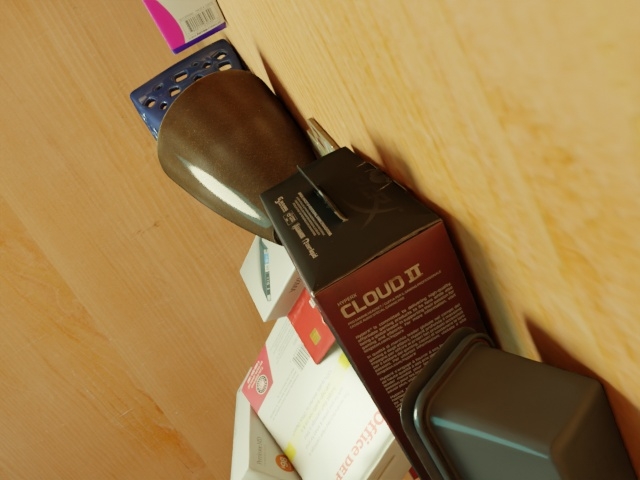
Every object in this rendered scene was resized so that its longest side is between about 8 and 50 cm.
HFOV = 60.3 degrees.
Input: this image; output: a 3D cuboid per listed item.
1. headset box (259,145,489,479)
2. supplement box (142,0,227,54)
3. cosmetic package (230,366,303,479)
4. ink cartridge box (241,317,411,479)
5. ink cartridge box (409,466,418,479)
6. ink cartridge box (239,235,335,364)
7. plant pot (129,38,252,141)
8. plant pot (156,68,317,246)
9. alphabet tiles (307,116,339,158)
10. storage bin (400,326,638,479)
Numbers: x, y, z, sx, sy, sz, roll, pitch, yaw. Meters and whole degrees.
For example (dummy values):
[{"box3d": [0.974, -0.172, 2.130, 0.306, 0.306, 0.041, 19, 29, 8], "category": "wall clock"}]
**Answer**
[{"box3d": [0.058, 0.057, 0.518, 0.293, 0.110, 0.218, 61, 177, -29], "category": "headset box"}, {"box3d": [-0.264, -0.451, 0.927, 0.114, 0.111, 0.220, 58, 176, 38], "category": "supplement box"}, {"box3d": [-0.058, 0.477, 1.286, 0.285, 0.097, 0.377, 24, -166, -14], "category": "cosmetic package"}, {"box3d": [0.033, 0.339, 1.169, 0.160, 0.279, 0.385, 13, -158, -45], "category": "ink cartridge box"}, {"box3d": [0.224, 0.447, 1.299, 0.271, 0.130, 0.309, 58, 176, 36], "category": "ink cartridge box"}, {"box3d": [-0.038, 0.066, 1.059, 0.261, 0.066, 0.296, 58, 138, 28], "category": "ink cartridge box"}, {"box3d": [-0.211, -0.231, 1.125, 0.212, 0.236, 0.236, 48, 169, 46], "category": "plant pot"}, {"box3d": [-0.092, -0.103, 0.823, 0.230, 0.215, 0.215, 45, 170, 30], "category": "plant pot"}, {"box3d": [0.047, -0.042, 0.719, 0.198, 0.009, 0.237, 57, 176, 47], "category": "alphabet tiles"}, {"box3d": [0.129, 0.124, 0.329, 0.091, 0.098, 0.135, 3, 127, 53], "category": "storage bin"}]
